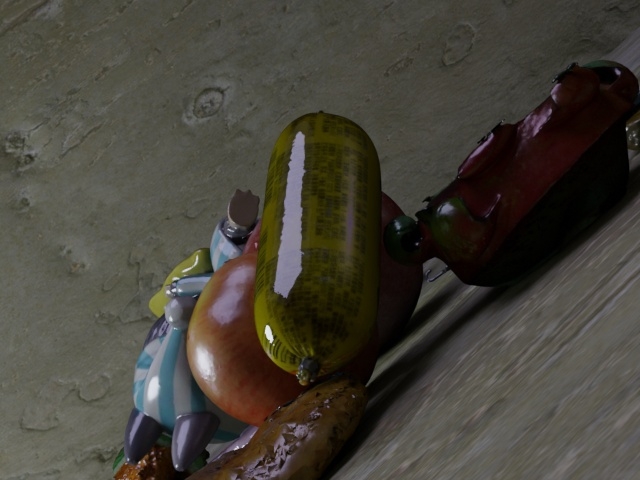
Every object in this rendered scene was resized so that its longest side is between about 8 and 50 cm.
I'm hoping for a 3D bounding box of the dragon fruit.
[{"bbox_3d":[0.200,-0.054,1.253,0.295,0.130,0.268,-41,0,21],"label":"dragon fruit"}]

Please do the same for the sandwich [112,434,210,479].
[{"bbox_3d":[-0.275,0.390,2.037,0.185,0.109,0.160,-39,22,47],"label":"sandwich"}]

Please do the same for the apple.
[{"bbox_3d":[-0.041,0.105,1.364,0.209,0.209,0.164,-41,-8,-28],"label":"apple"}]

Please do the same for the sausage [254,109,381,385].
[{"bbox_3d":[0.000,0.000,1.275,0.123,0.123,0.347,-41,33,40],"label":"sausage"}]

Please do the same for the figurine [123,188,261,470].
[{"bbox_3d":[-0.137,0.184,1.899,0.377,0.266,0.361,-83,12,-47],"label":"figurine"}]

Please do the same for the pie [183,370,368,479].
[{"bbox_3d":[-0.055,0.213,1.192,0.273,0.069,0.273,-35,0,0],"label":"pie"}]

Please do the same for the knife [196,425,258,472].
[{"bbox_3d":[-0.182,0.342,1.779,0.399,0.038,0.132,-40,3,31],"label":"knife"}]

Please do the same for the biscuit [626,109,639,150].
[{"bbox_3d":[0.381,-0.150,1.323,0.174,0.039,0.183,-40,0,20],"label":"biscuit"}]

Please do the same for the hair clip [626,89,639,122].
[{"bbox_3d":[0.404,-0.163,1.619,0.229,0.039,0.070,-46,-3,23],"label":"hair clip"}]

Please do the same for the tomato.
[{"bbox_3d":[0.011,0.049,1.601,0.270,0.227,0.270,-55,-11,-16],"label":"tomato"}]

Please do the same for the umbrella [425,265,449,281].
[{"bbox_3d":[0.208,0.016,1.747,0.149,0.022,0.022,-33,-35,15],"label":"umbrella"}]
